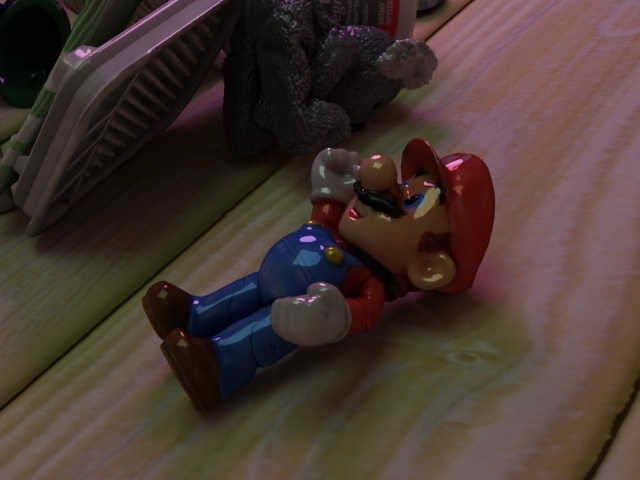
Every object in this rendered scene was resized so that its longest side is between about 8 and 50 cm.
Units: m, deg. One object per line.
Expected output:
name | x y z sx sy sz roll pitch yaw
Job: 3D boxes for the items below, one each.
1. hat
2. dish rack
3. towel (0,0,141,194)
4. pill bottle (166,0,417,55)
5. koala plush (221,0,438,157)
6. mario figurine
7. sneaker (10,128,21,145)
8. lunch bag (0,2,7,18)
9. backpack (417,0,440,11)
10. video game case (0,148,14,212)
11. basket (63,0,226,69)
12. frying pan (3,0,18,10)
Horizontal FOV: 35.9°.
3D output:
hat | -0.417 -0.295 1.618 0.173 0.208 0.184 -25 -18 23
dish rack | -0.227 -0.172 1.148 0.072 0.285 0.333 41 45 0
towel | -0.301 -0.216 1.209 0.324 0.038 0.248 -55 10 16
pill bottle | -0.044 -0.325 1.315 0.319 0.176 0.176 -1 30 -10
koala plush | 0.016 -0.205 1.180 0.221 0.203 0.196 -7 7 -33
mario figurine | 0.000 0.000 0.845 0.321 0.170 0.198 -28 68 -9
sneaker | -0.405 -0.140 1.374 0.035 0.031 0.083 -9 31 7
lunch bag | -0.657 -0.312 1.503 0.293 0.221 0.138 -60 8 -9
backpack | 0.130 -0.397 1.525 0.114 0.084 0.105 7 39 26
video game case | -0.575 -0.070 1.324 0.300 0.036 0.329 -21 32 -12
basket | -0.243 -0.473 1.490 0.267 0.328 0.331 6 64 39
frying pan | -0.554 -0.500 1.912 0.197 0.053 0.326 -17 56 11
